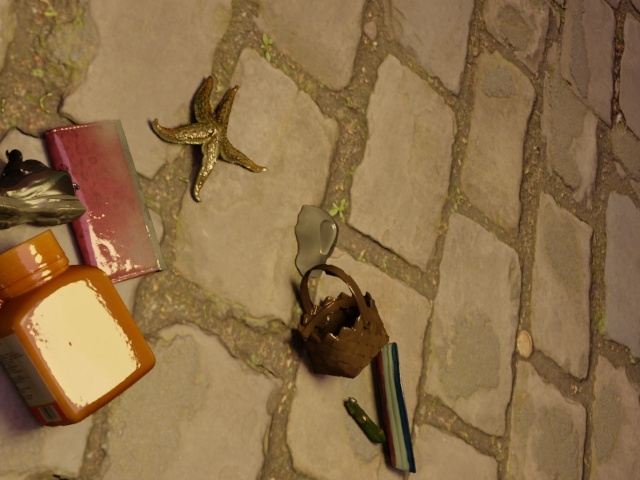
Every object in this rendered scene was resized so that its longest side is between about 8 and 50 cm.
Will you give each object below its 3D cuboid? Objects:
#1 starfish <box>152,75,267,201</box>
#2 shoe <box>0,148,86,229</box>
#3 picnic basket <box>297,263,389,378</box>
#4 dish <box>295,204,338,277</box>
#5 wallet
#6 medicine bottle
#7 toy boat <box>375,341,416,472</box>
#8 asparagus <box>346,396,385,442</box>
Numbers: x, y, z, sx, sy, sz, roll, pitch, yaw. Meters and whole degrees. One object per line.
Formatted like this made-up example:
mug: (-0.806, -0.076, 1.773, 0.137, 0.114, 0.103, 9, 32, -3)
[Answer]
starfish: (-0.169, -0.164, 1.287, 0.217, 0.050, 0.223, 28, 65, -42)
shoe: (-0.392, -0.071, 1.040, 0.169, 0.071, 0.099, 0, 70, -40)
picnic basket: (0.026, 0.122, 1.310, 0.138, 0.128, 0.178, -40, 122, -44)
dish: (0.000, 0.000, 1.385, 0.091, 0.039, 0.137, 32, 57, -32)
wallet: (-0.305, -0.054, 1.138, 0.119, 0.025, 0.232, -17, 89, -44)
medicine bottle: (-0.330, 0.106, 1.008, 0.149, 0.112, 0.222, -36, 102, -42)
toy boat: (0.131, 0.294, 1.404, 0.046, 0.080, 0.229, -6, 83, -8)
asparagus: (0.075, 0.306, 1.374, 0.108, 0.021, 0.025, 53, 45, -16)
